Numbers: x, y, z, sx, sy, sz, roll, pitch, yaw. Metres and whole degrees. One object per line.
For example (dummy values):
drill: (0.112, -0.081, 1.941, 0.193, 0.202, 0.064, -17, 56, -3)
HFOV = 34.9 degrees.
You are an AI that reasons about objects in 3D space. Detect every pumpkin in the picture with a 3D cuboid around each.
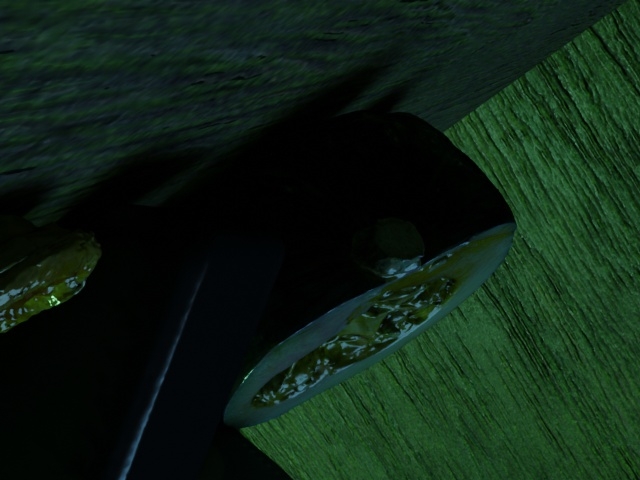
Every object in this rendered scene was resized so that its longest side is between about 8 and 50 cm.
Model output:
pumpkin: (0.000, 0.000, 0.885, 0.293, 0.197, 0.263, -26, 162, -25)

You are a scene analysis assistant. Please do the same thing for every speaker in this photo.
speaker: (-0.188, 0.139, 0.678, 0.388, 0.184, 0.180, -67, 168, 5)

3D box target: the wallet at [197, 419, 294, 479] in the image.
wallet: (-0.197, 0.203, 0.908, 0.252, 0.360, 0.083, -34, 141, -29)

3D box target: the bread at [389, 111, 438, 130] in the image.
bread: (0.092, -0.050, 1.199, 0.171, 0.192, 0.314, -30, -173, -6)

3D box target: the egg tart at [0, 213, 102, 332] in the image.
egg tart: (-0.172, 0.027, 0.507, 0.130, 0.052, 0.130, -36, 180, 0)
